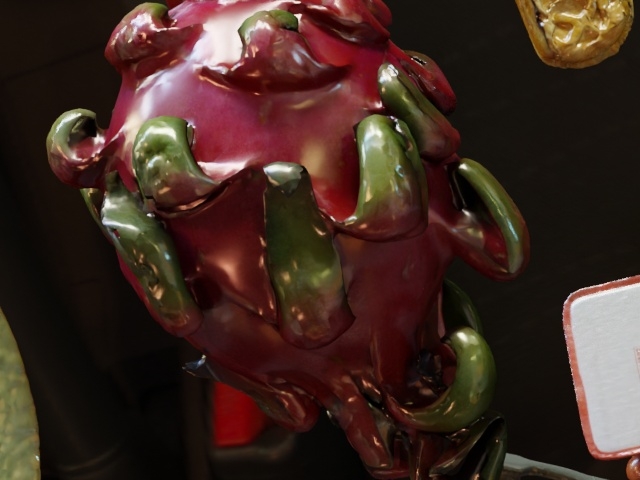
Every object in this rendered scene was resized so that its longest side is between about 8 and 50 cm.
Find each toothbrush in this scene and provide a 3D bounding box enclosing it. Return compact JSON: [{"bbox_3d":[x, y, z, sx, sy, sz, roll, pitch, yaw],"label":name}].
[{"bbox_3d":[0.313,0.265,1.813,0.297,0.030,0.030,13,121,-14],"label":"toothbrush"}]

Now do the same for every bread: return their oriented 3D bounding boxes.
[{"bbox_3d":[0.191,-0.185,1.297,0.083,0.044,0.111,-21,85,10],"label":"bread"}]

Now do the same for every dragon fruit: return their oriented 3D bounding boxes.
[{"bbox_3d":[0.002,-0.009,0.823,0.273,0.218,0.198,44,64,-21],"label":"dragon fruit"}]

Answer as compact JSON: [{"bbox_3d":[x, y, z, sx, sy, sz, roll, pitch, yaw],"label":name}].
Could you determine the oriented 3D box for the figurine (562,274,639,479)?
[{"bbox_3d":[0.351,0.163,1.708,0.160,0.226,0.183,-14,58,14],"label":"figurine"}]

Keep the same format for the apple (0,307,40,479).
[{"bbox_3d":[-0.321,0.126,1.158,0.254,0.179,0.346,-11,93,-12],"label":"apple"}]
